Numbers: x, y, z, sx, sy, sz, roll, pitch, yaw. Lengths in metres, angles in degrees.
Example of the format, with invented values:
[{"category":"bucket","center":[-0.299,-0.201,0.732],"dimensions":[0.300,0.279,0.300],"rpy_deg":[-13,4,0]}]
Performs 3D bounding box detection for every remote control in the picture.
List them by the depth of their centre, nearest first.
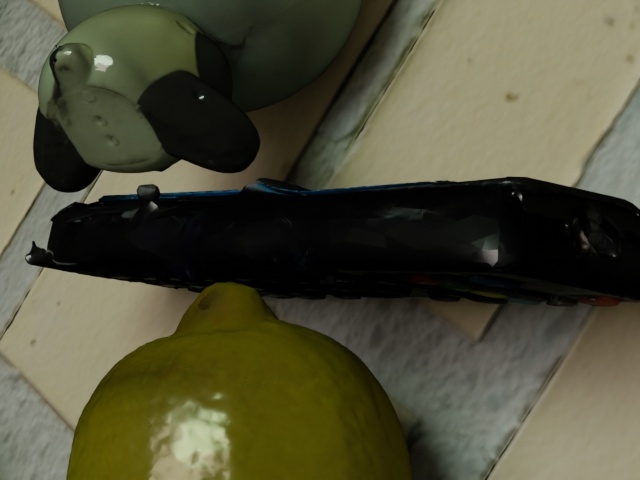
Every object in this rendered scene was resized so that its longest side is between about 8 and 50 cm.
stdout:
[{"category":"remote control","center":[0.000,0.000,0.994],"dimensions":[0.398,0.144,0.062],"rpy_deg":[0,82,47]}]

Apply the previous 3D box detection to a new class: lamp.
[{"category":"lamp","center":[-0.077,-0.141,1.093],"dimensions":[0.197,0.198,0.244],"rpy_deg":[-14,39,39]}]

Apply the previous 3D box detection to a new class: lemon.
[{"category":"lemon","center":[-0.041,0.146,0.929],"dimensions":[0.184,0.184,0.248],"rpy_deg":[-13,70,39]}]
